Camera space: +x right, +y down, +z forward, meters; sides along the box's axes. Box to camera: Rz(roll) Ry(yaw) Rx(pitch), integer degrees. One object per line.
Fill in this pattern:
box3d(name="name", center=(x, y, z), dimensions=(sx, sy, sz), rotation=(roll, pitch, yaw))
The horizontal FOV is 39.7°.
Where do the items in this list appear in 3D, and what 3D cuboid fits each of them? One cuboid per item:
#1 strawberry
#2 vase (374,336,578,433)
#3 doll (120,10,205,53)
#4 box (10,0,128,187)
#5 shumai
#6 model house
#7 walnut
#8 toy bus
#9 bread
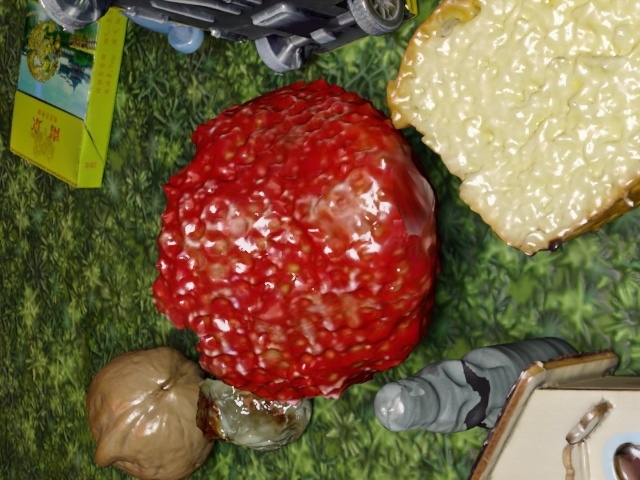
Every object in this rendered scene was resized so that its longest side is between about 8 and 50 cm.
box3d(name="strawberry", center=(-0.001, 0.003, 0.729), dimensions=(0.257, 0.261, 0.261), rotation=(-14, 82, 23))
box3d(name="vase", center=(0.114, 0.107, 0.634), dimensions=(0.059, 0.211, 0.060), rotation=(1, 92, 45))
box3d(name="doll", center=(-0.146, -0.339, 0.912), dimensions=(0.177, 0.141, 0.314), rotation=(-10, 78, 18))
box3d(name="box", center=(-0.323, -0.253, 1.151), dimensions=(0.187, 0.047, 0.335), rotation=(25, 110, 40))
box3d(name="shumai", center=(-0.077, 0.169, 0.906), dimensions=(0.123, 0.087, 0.099), rotation=(-36, 66, 37))
box3d(name="model house", center=(0.202, 0.195, 0.588), dimensions=(0.244, 0.169, 0.326), rotation=(-7, 88, 46))
box3d(name="walnut", center=(-0.185, 0.193, 0.970), dimensions=(0.166, 0.149, 0.167), rotation=(24, 133, 29))
box3d(name="toy bus", center=(-0.073, -0.241, 0.718), dimensions=(0.144, 0.330, 0.152), rotation=(-11, 81, 43))
box3d(name="bread", center=(0.221, -0.141, 0.549), dimensions=(0.340, 0.179, 0.194), rotation=(-45, 64, 32))
